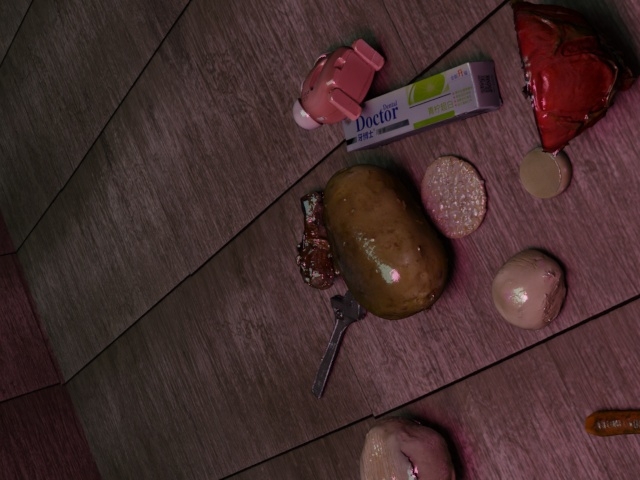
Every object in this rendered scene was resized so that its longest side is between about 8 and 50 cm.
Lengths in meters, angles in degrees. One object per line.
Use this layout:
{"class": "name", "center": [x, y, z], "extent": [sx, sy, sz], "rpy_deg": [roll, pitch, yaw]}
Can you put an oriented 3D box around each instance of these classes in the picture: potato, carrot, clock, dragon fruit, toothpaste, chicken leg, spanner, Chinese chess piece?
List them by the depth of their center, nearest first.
{"class": "dragon fruit", "center": [0.362, -0.245, 1.317], "extent": [0.148, 0.223, 0.218], "rpy_deg": [-12, 133, 19]}
{"class": "carrot", "center": [0.484, 0.281, 1.431], "extent": [0.171, 0.042, 0.042], "rpy_deg": [-12, 92, 50]}
{"class": "Chinese chess piece", "center": [0.354, -0.107, 1.465], "extent": [0.084, 0.034, 0.084], "rpy_deg": [21, 119, 43]}
{"class": "toothpaste", "center": [0.165, -0.227, 1.629], "extent": [0.337, 0.067, 0.081], "rpy_deg": [-12, 89, 51]}
{"class": "potato", "center": [0.110, 0.002, 1.681], "extent": [0.307, 0.173, 0.210], "rpy_deg": [66, 159, 14]}
{"class": "clock", "center": [0.019, -0.288, 1.713], "extent": [0.162, 0.093, 0.165], "rpy_deg": [-6, 56, 56]}
{"class": "chicken leg", "center": [-0.005, 0.003, 1.911], "extent": [0.125, 0.081, 0.196], "rpy_deg": [-30, 71, 40]}
{"class": "spanner", "center": [0.032, 0.219, 1.972], "extent": [0.093, 0.026, 0.325], "rpy_deg": [43, 134, 32]}

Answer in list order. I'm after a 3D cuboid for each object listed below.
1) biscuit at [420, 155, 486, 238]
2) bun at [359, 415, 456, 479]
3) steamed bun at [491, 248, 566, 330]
{"class": "biscuit", "center": [0.232, -0.076, 1.633], "extent": [0.152, 0.020, 0.152], "rpy_deg": [17, 114, 46]}
{"class": "bun", "center": [0.171, 0.450, 1.777], "extent": [0.239, 0.141, 0.239], "rpy_deg": [177, 90, -67]}
{"class": "steamed bun", "center": [0.329, 0.083, 1.510], "extent": [0.112, 0.091, 0.129], "rpy_deg": [36, 128, 41]}
